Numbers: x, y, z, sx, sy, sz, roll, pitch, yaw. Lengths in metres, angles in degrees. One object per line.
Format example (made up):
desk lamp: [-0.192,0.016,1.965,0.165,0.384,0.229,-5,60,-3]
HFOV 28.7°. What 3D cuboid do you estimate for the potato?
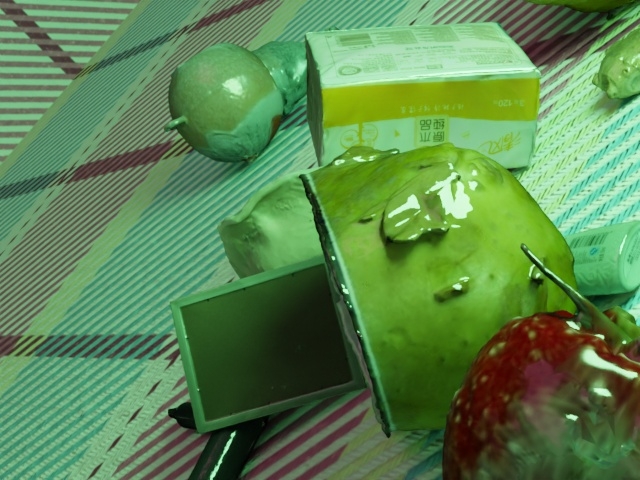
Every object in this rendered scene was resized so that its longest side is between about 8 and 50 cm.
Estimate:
potato: [0.104,0.027,1.067,0.196,0.246,0.299,-16,19,-3]

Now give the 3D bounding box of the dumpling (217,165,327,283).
dumpling: [0.000,0.000,1.299,0.252,0.179,0.131,-26,30,36]

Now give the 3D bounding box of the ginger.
ginger: [0.347,-0.203,1.245,0.173,0.051,0.069,-37,28,20]

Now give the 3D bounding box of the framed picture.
framed picture: [-0.055,0.104,1.255,0.183,0.141,0.011,-18,-13,14]

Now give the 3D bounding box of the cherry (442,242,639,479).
cherry: [0.164,0.155,0.792,0.249,0.192,0.175,-63,-9,-16]

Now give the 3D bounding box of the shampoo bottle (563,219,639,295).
shampoo bottle: [0.205,0.024,1.108,0.191,0.041,0.069,-11,49,52]

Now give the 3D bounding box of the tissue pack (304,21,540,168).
tissue pack: [0.102,-0.152,1.343,0.225,0.124,0.185,-4,28,-5]

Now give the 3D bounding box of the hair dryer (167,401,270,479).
hair dryer: [-0.127,0.206,1.339,0.195,0.050,0.173,-22,31,49]

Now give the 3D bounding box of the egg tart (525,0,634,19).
egg tart: [0.340,-0.355,1.412,0.319,0.128,0.319,-33,25,18]

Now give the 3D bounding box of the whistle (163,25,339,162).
whistle: [-0.089,-0.227,1.894,0.348,0.189,0.189,-32,15,-30]
